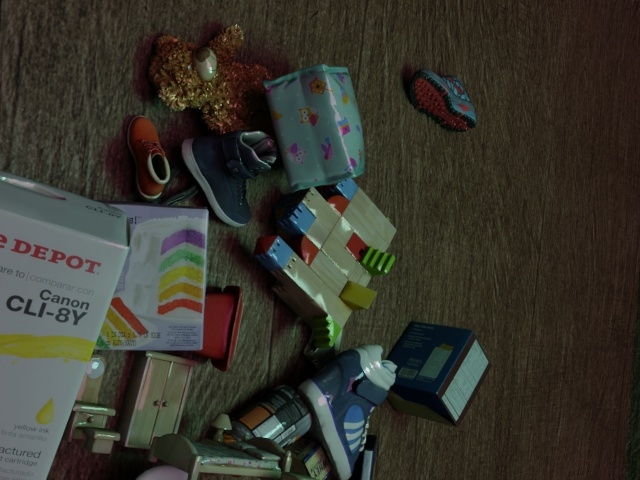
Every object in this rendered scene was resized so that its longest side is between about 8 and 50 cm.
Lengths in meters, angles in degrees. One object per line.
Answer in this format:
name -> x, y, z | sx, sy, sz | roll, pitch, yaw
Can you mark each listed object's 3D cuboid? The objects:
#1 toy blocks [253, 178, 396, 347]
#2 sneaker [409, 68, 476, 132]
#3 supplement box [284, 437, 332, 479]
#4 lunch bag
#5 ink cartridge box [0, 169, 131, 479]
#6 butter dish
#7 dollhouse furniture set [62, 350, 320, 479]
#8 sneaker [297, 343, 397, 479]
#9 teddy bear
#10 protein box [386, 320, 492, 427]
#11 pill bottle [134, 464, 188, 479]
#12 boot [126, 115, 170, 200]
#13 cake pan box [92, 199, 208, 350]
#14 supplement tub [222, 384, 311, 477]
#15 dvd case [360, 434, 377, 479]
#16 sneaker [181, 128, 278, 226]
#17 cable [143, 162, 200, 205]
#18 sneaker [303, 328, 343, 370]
toy blocks -> 0.000, 0.000, 1.463 | 0.261, 0.191, 0.381 | 47, 56, -22
sneaker -> 0.321, -0.393, 1.808 | 0.262, 0.104, 0.125 | 30, 54, -44
supplement box -> -0.032, 0.487, 1.491 | 0.056, 0.083, 0.083 | -39, 117, -36
lunch bag -> 0.006, -0.223, 1.333 | 0.262, 0.160, 0.223 | -40, 116, -72
ink cartridge box -> -0.447, 0.113, 0.895 | 0.279, 0.160, 0.384 | 19, 101, -22
butter dish -> -0.221, 0.156, 1.280 | 0.118, 0.160, 0.160 | 13, 82, -19
dollhouse furniture set -> -0.212, 0.292, 1.128 | 0.303, 0.355, 0.174 | 21, 76, -41
sneaker -> 0.091, 0.375, 1.508 | 0.236, 0.130, 0.323 | -29, 127, -20
teddy bear -> -0.166, -0.293, 1.322 | 0.338, 0.113, 0.245 | 39, 63, -38
protein box -> 0.285, 0.330, 1.707 | 0.201, 0.200, 0.136 | -51, 123, -30
pill bottle -> -0.254, 0.484, 1.191 | 0.131, 0.131, 0.229 | -58, 162, -25
boot -> -0.300, -0.158, 1.201 | 0.059, 0.084, 0.158 | -6, 76, -32
cake pan box -> -0.324, 0.058, 1.126 | 0.267, 0.070, 0.246 | 4, 93, -12
supplement tub -> -0.119, 0.390, 1.383 | 0.190, 0.117, 0.117 | -29, 111, -38
dvd case -> 0.105, 0.602, 1.598 | 0.180, 0.022, 0.253 | 37, 60, -81
sneaker -> -0.141, -0.117, 1.292 | 0.226, 0.163, 0.086 | 60, 26, -44
cable -> -0.324, -0.040, 1.237 | 0.139, 0.072, 0.287 | 34, 55, -21
sneaker -> -0.001, 0.260, 1.537 | 0.086, 0.064, 0.192 | -2, 102, -24
